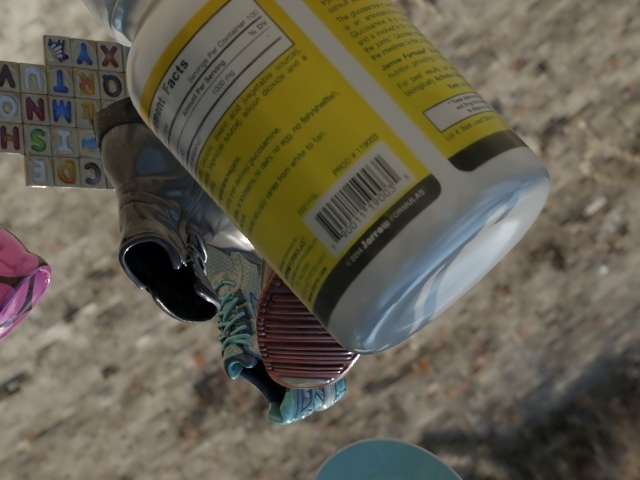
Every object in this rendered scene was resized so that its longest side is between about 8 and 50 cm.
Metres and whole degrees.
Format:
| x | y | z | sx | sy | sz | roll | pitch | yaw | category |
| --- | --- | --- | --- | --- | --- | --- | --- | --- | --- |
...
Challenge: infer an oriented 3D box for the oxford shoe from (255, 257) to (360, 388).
| x | y | z | sx | sy | sz | roll | pitch | yaw | category |
| --- | --- | --- | --- | --- | --- | --- | --- | --- | --- |
| 0.000 | 0.000 | 1.797 | 0.123 | 0.130 | 0.348 | 3 | 129 | -7 | oxford shoe |

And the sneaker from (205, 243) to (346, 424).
| x | y | z | sx | sy | sz | roll | pitch | yaw | category |
| --- | --- | --- | --- | --- | --- | --- | --- | --- | --- |
| -0.084 | 0.112 | 2.321 | 0.122 | 0.283 | 0.110 | -33 | 176 | -36 | sneaker |

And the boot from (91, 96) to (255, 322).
| x | y | z | sx | sy | sz | roll | pitch | yaw | category |
| --- | --- | --- | --- | --- | --- | --- | --- | --- | --- |
| -0.148 | 0.002 | 2.036 | 0.118 | 0.223 | 0.338 | -26 | 147 | 21 | boot |

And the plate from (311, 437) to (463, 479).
| x | y | z | sx | sy | sz | roll | pitch | yaw | category |
| --- | --- | --- | --- | --- | --- | --- | --- | --- | --- |
| 0.066 | 0.267 | 1.596 | 0.188 | 0.188 | 0.024 | -16 | 161 | -34 | plate |

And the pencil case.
| x | y | z | sx | sy | sz | roll | pitch | yaw | category |
| --- | --- | --- | --- | --- | --- | --- | --- | --- | --- |
| -0.322 | -0.001 | 1.432 | 0.098 | 0.209 | 0.095 | -52 | 174 | 8 | pencil case |

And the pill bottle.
| x | y | z | sx | sy | sz | roll | pitch | yaw | category |
| --- | --- | --- | --- | --- | --- | --- | --- | --- | --- |
| -0.013 | -0.098 | 1.250 | 0.188 | 0.334 | 0.188 | -38 | 166 | -12 | pill bottle |

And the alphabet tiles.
| x | y | z | sx | sy | sz | roll | pitch | yaw | category |
| --- | --- | --- | --- | --- | --- | --- | --- | --- | --- |
| -0.312 | -0.162 | 2.272 | 0.237 | 0.198 | 0.009 | 2 | 169 | -41 | alphabet tiles |
